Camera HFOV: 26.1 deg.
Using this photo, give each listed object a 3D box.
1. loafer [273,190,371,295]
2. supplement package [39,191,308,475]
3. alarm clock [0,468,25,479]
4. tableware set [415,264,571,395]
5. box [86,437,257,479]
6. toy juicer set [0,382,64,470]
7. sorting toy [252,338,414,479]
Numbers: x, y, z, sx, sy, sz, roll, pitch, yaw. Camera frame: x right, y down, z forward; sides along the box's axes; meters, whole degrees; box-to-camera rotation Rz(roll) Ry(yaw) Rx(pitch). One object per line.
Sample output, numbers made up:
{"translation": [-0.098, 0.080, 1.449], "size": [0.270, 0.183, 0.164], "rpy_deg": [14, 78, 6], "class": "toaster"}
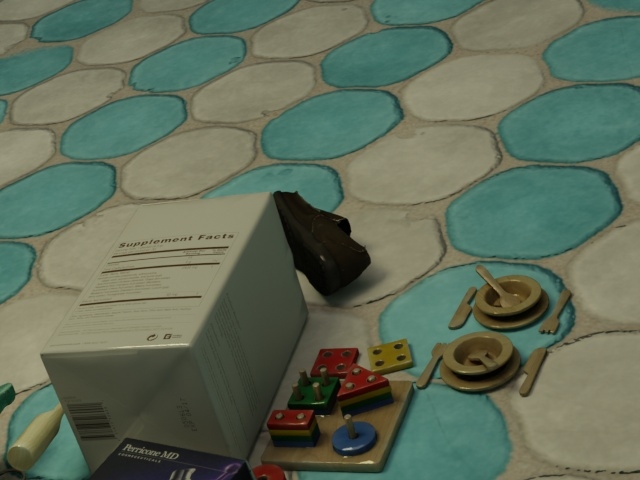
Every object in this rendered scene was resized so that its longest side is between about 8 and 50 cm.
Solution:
{"translation": [0.000, 0.000, 1.723], "size": [0.078, 0.080, 0.220], "rpy_deg": [-14, 33, -17], "class": "loafer"}
{"translation": [-0.148, 0.100, 1.509], "size": [0.175, 0.177, 0.293], "rpy_deg": [-5, 31, 20], "class": "supplement package"}
{"translation": [-0.324, 0.294, 1.381], "size": [0.129, 0.064, 0.192], "rpy_deg": [-13, 32, 6], "class": "alarm clock"}
{"translation": [0.187, 0.091, 1.498], "size": [0.128, 0.039, 0.194], "rpy_deg": [1, 34, 27], "class": "tableware set"}
{"translation": [-0.163, 0.292, 1.260], "size": [0.153, 0.108, 0.207], "rpy_deg": [3, 35, 32], "class": "box"}
{"translation": [-0.395, 0.219, 1.420], "size": [0.329, 0.089, 0.209], "rpy_deg": [-28, 13, -1], "class": "toy juicer set"}
{"translation": [0.018, 0.173, 1.437], "size": [0.132, 0.046, 0.274], "rpy_deg": [-2, 32, 23], "class": "sorting toy"}
